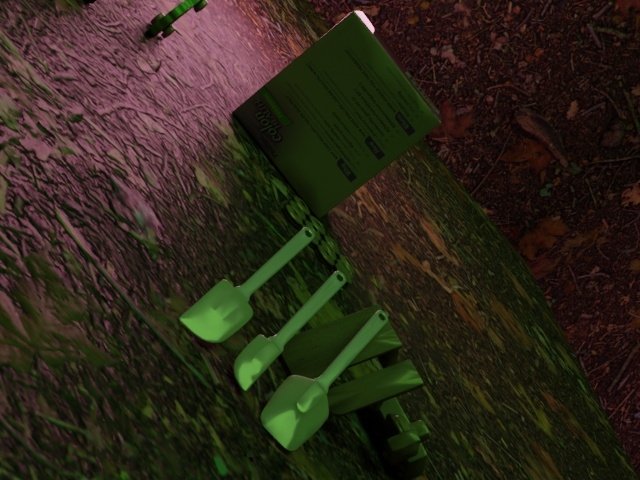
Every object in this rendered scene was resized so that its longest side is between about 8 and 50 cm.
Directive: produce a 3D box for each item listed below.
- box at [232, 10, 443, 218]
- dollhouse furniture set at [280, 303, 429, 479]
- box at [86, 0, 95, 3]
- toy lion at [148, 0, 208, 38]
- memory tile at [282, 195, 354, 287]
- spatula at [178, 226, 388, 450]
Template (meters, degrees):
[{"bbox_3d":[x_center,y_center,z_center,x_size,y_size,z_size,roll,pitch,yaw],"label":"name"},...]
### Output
[{"bbox_3d":[0.031,-0.195,1.782,0.213,0.243,0.117,51,13,-3],"label":"box"},{"bbox_3d":[0.034,0.186,1.258,0.151,0.123,0.144,94,-28,-53],"label":"dollhouse furniture set"},{"bbox_3d":[-0.378,-0.431,1.408,0.216,0.060,0.270,58,13,25],"label":"box"},{"bbox_3d":[-0.205,-0.327,1.654,0.034,0.100,0.096,52,-6,-11],"label":"toy lion"},{"bbox_3d":[0.000,0.000,1.670,0.148,0.012,0.113,52,13,-4],"label":"memory tile"},{"bbox_3d":[-0.024,0.087,1.148,0.168,0.019,0.242,47,36,1],"label":"spatula"}]
